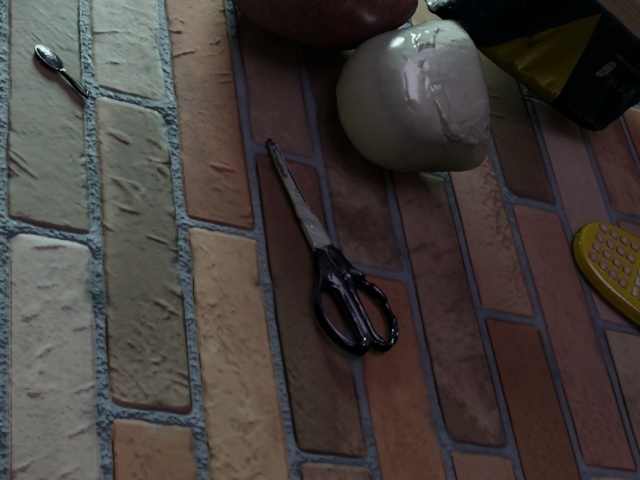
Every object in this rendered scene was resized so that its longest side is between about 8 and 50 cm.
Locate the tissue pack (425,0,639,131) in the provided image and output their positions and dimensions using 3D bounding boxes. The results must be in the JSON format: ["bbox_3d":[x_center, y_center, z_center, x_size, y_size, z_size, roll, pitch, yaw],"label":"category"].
[{"bbox_3d":[0.326,-0.377,1.704,0.416,0.253,0.264,27,37,-43],"label":"tissue pack"}]

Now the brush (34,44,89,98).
[{"bbox_3d":[-0.288,-0.189,1.354,0.083,0.008,0.024,45,40,3],"label":"brush"}]

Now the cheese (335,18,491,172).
[{"bbox_3d":[0.112,-0.178,1.528,0.189,0.154,0.198,-5,78,-38],"label":"cheese"}]

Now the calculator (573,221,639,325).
[{"bbox_3d":[0.447,0.061,1.678,0.235,0.032,0.146,37,43,-4],"label":"calculator"}]

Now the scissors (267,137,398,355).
[{"bbox_3d":[0.000,0.000,1.407,0.109,0.022,0.300,-4,59,-42],"label":"scissors"}]

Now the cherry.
[{"bbox_3d":[-0.003,-0.366,1.554,0.307,0.221,0.261,30,49,-30],"label":"cherry"}]
